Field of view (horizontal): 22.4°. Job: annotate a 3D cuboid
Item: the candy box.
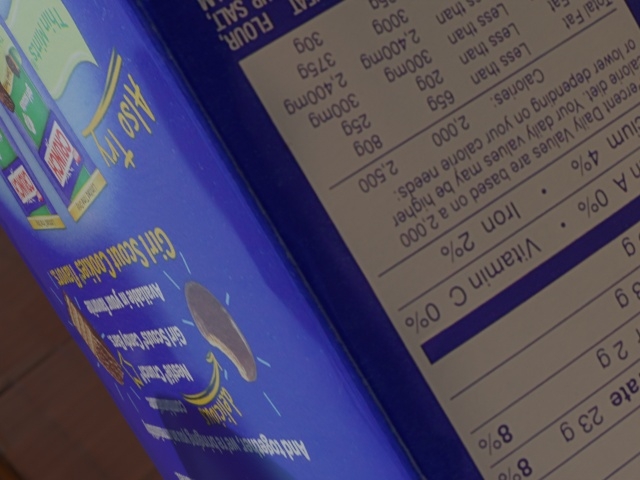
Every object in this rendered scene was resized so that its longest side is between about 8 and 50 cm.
[{"bbox_3d":[0.000,0.000,0.463,0.317,0.122,0.268,60,161,-6],"label":"candy box"}]
